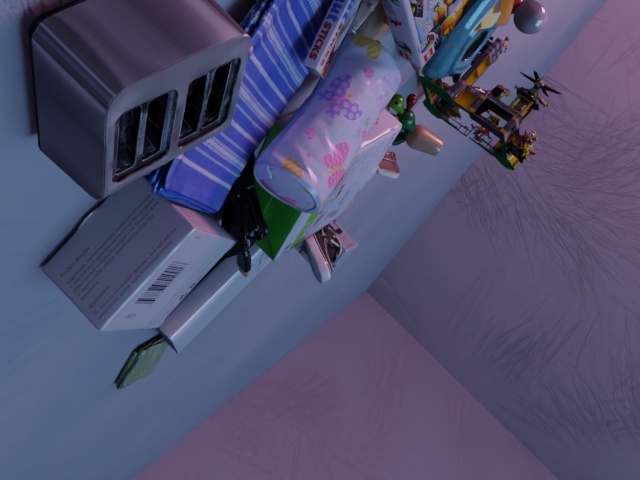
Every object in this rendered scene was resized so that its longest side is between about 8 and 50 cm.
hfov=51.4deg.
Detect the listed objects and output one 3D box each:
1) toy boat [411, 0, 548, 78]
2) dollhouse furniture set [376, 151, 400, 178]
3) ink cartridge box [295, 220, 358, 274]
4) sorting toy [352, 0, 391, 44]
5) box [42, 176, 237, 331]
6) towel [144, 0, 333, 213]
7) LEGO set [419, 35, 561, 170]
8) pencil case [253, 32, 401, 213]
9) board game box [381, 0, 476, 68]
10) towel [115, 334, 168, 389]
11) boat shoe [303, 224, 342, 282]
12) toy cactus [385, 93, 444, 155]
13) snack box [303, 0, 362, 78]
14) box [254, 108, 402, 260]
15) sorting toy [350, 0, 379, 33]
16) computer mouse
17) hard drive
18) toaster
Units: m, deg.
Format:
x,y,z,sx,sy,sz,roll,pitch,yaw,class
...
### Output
x,y,z,sx,sy,sz,roll,pitch,yaw,class
0.316,-0.424,1.246,0.318,0.148,0.267,-34,164,-43,toy boat
0.090,-0.159,1.400,0.152,0.076,0.058,11,133,-23,dollhouse furniture set
0.000,0.000,1.595,0.063,0.150,0.109,-23,155,-53,ink cartridge box
0.151,-0.389,1.040,0.196,0.047,0.347,-35,165,-42,sorting toy
-0.236,0.019,0.902,0.181,0.119,0.182,-47,169,3,box
-0.080,-0.183,0.838,0.336,0.040,0.243,-55,169,1,towel
0.382,-0.332,1.474,0.192,0.331,0.255,-47,148,0,LEGO set
0.013,-0.174,0.980,0.273,0.114,0.124,-59,141,-17,pencil case
0.154,-0.386,0.880,0.193,0.053,0.305,-51,158,-2,board game box
-0.385,0.264,1.454,0.148,0.027,0.110,-53,166,31,towel
0.004,0.007,1.326,0.070,0.219,0.077,-14,121,-4,boat shoe
0.162,-0.232,1.335,0.112,0.181,0.219,-63,-179,-24,toy cactus
0.031,-0.300,0.863,0.178,0.022,0.064,-64,170,7,snack box
-0.007,-0.121,1.204,0.231,0.127,0.262,-36,165,-41,box
0.061,-0.333,0.943,0.083,0.045,0.075,-50,177,7,sorting toy
-0.116,-0.016,1.070,0.060,0.184,0.262,1,151,-15,computer mouse
-0.187,0.081,1.379,0.353,0.047,0.233,-46,175,-17,hard drive
-0.164,-0.147,0.609,0.168,0.110,0.185,-39,166,-35,toaster
